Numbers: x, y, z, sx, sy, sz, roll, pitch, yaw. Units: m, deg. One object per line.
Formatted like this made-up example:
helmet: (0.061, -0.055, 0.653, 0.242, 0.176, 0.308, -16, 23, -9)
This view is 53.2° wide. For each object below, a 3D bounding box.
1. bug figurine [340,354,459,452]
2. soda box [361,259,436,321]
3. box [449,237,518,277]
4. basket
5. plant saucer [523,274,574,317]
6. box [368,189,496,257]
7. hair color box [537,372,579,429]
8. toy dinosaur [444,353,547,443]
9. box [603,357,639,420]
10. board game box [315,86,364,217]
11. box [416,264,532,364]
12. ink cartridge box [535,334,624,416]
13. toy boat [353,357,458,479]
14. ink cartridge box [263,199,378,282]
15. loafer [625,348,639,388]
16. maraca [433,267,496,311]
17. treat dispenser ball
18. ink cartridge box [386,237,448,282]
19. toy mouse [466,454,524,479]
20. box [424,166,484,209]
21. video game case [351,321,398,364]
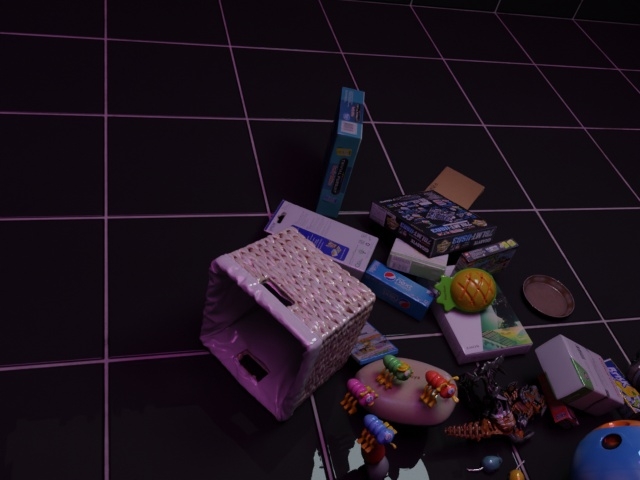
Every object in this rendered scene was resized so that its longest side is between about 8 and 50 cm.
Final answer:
bug figurine: (0.173, 0.357, 1.477, 0.278, 0.072, 0.216, -28, 37, -26)
soda box: (0.227, 0.147, 1.894, 0.210, 0.071, 0.067, 30, 45, 14)
box: (0.495, 0.065, 1.942, 0.206, 0.114, 0.036, -15, 52, -27)
basket: (-0.089, 0.193, 1.586, 0.328, 0.331, 0.266, 40, 48, 21)
plant saucer: (0.718, 0.182, 2.027, 0.168, 0.029, 0.169, 7, 46, -8)
box: (0.357, -0.061, 2.050, 0.295, 0.074, 0.293, -12, 35, -36)
hair color box: (0.643, 0.432, 1.734, 0.072, 0.043, 0.141, 37, 32, -39)
toy dinosaur: (0.453, 0.425, 1.644, 0.321, 0.164, 0.219, -3, 63, -51)
box: (0.843, 0.421, 1.814, 0.059, 0.054, 0.169, -11, 52, -24)
board game box: (0.063, -0.281, 2.072, 0.079, 0.336, 0.254, 11, 46, -4)
box: (0.453, 0.208, 1.908, 0.232, 0.059, 0.322, -5, 49, -20)
ink cartridge box: (0.704, 0.370, 1.736, 0.219, 0.092, 0.160, 27, 36, -34)
toy boat: (0.180, 0.428, 1.570, 0.267, 0.148, 0.318, 10, 38, 28)
ink cartridge box: (0.000, 0.000, 1.979, 0.332, 0.065, 0.165, 24, 46, 6)
loafer: (0.975, 0.356, 1.887, 0.302, 0.109, 0.095, -7, 32, -35)
maraca: (0.420, 0.145, 1.850, 0.185, 0.099, 0.127, -5, 80, -8)
treat dispenser ball: (0.729, 0.565, 1.480, 0.287, 0.288, 0.288, 8, 46, -8)
ink cartridge box: (0.308, 0.037, 1.974, 0.171, 0.056, 0.235, 16, 28, 9)
toy mouse: (0.431, 0.578, 1.567, 0.143, 0.031, 0.161, 21, 45, 4)
box: (0.483, -0.178, 2.311, 0.164, 0.021, 0.201, 32, 47, 15)
video game case: (0.116, 0.274, 1.736, 0.119, 0.015, 0.166, -12, 27, -25)
